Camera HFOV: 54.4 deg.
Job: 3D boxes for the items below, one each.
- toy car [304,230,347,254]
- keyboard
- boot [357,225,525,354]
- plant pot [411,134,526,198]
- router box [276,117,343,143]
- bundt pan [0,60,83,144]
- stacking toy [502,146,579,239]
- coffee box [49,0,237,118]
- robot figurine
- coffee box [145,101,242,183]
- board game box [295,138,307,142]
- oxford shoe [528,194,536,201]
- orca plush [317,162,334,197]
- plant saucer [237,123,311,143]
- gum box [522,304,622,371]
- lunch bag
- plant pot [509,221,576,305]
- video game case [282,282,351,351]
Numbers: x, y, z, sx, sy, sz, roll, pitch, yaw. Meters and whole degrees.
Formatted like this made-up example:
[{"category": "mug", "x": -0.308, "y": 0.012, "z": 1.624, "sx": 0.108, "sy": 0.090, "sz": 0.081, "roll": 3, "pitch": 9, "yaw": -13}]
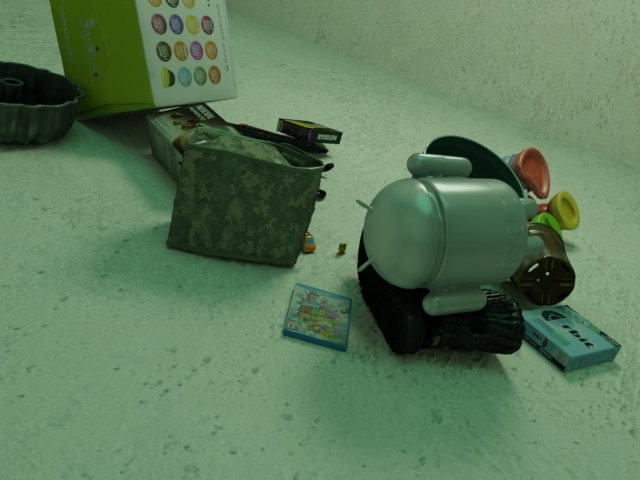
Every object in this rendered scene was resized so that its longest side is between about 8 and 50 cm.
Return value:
[{"category": "toy car", "x": 0.000, "y": 0.000, "z": 1.431, "sx": 0.122, "sy": 0.040, "sz": 0.060, "roll": 2, "pitch": 30, "yaw": -26}, {"category": "keyboard", "x": -0.153, "y": -0.285, "z": 1.704, "sx": 0.317, "sy": 0.033, "sz": 0.201, "roll": 17, "pitch": 14, "yaw": 25}, {"category": "boot", "x": 0.230, "y": 0.100, "z": 1.267, "sx": 0.260, "sy": 0.131, "sz": 0.348, "roll": 0, "pitch": 41, "yaw": -18}, {"category": "plant pot", "x": 0.343, "y": -0.096, "z": 1.591, "sx": 0.293, "sy": 0.196, "sz": 0.293, "roll": 15, "pitch": 50, "yaw": -18}, {"category": "router box", "x": -0.033, "y": -0.344, "z": 1.961, "sx": 0.133, "sy": 0.046, "sz": 0.179, "roll": 24, "pitch": 18, "yaw": 29}, {"category": "bundt pan", "x": -0.763, "y": -0.334, "z": 1.529, "sx": 0.331, "sy": 0.124, "sz": 0.330, "roll": 14, "pitch": 27, "yaw": -7}, {"category": "stacking toy", "x": 0.605, "y": -0.093, "z": 1.820, "sx": 0.309, "sy": 0.130, "sz": 0.279, "roll": 50, "pitch": 51, "yaw": -18}, {"category": "coffee box", "x": -0.480, "y": -0.530, "z": 1.714, "sx": 0.338, "sy": 0.337, "sz": 0.334, "roll": 2, "pitch": 16, "yaw": 34}, {"category": "robot figurine", "x": 0.229, "y": -0.015, "z": 1.139, "sx": 0.354, "sy": 0.299, "sz": 0.200, "roll": -2, "pitch": -13, "yaw": -20}, {"category": "coffee box", "x": -0.300, "y": -0.225, "z": 1.555, "sx": 0.168, "sy": 0.118, "sz": 0.297, "roll": -21, "pitch": 42, "yaw": -25}, {"category": "board game box", "x": -0.049, "y": -0.335, "z": 2.061, "sx": 0.169, "sy": 0.033, "sz": 0.133, "roll": -2, "pitch": 27, "yaw": -43}, {"category": "oxford shoe", "x": 0.564, "y": -0.155, "z": 1.941, "sx": 0.271, "sy": 0.097, "sz": 0.098, "roll": 41, "pitch": -8, "yaw": -30}, {"category": "orca plush", "x": -0.030, "y": -0.192, "z": 1.713, "sx": 0.151, "sy": 0.102, "sz": 0.287, "roll": 27, "pitch": 28, "yaw": 20}, {"category": "plant saucer", "x": -0.180, "y": -0.266, "z": 1.809, "sx": 0.259, "sy": 0.047, "sz": 0.258, "roll": 19, "pitch": 26, "yaw": 15}, {"category": "gum box", "x": 0.530, "y": 0.206, "z": 1.347, "sx": 0.185, "sy": 0.041, "sz": 0.157, "roll": -1, "pitch": 31, "yaw": -34}, {"category": "lunch bag", "x": -0.149, "y": -0.088, "z": 1.293, "sx": 0.287, "sy": 0.235, "sz": 0.169, "roll": 13, "pitch": 24, "yaw": -7}, {"category": "plant pot", "x": 0.512, "y": 0.064, "z": 1.461, "sx": 0.167, "sy": 0.166, "sz": 0.165, "roll": 16, "pitch": 23, "yaw": -3}, {"category": "video game case", "x": -0.002, "y": 0.142, "z": 1.184, "sx": 0.119, "sy": 0.015, "sz": 0.166, "roll": 16, "pitch": 26, "yaw": -2}]
